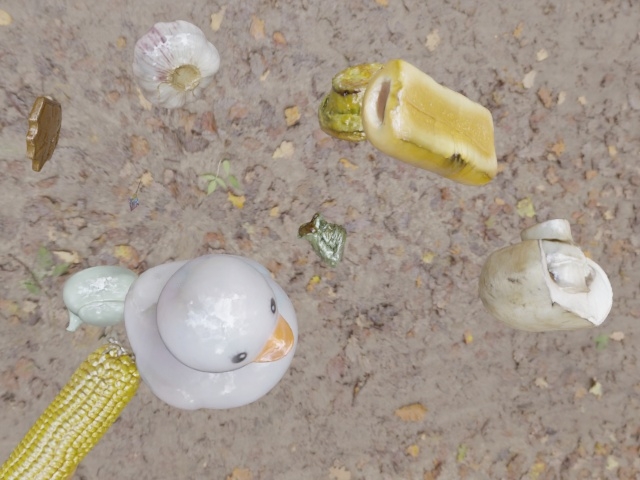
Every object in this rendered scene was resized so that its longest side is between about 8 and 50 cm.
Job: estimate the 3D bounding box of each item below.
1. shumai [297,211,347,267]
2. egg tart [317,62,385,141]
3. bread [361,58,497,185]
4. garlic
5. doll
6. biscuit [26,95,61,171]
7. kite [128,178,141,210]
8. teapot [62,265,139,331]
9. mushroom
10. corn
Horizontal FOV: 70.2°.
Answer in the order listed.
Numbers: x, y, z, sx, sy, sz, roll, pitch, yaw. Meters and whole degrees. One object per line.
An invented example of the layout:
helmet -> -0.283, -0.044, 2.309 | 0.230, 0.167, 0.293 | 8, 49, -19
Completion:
shumai -> 0.000, 0.000, 0.757 | 0.080, 0.082, 0.083 | 13, 60, 0
egg tart -> 0.115, -0.363, 1.148 | 0.294, 0.294, 0.123 | -30, 133, -13
bread -> 0.175, -0.169, 0.703 | 0.305, 0.091, 0.142 | 7, 74, -44
garlic -> -0.427, -0.516, 1.300 | 0.245, 0.253, 0.245 | -24, 142, -21
doll -> -0.139, 0.095, 0.559 | 0.251, 0.221, 0.221 | 19, 86, 23
biscuit -> -0.806, -0.305, 1.332 | 0.034, 0.182, 0.215 | 13, 96, -12
kite -> -0.430, -0.103, 1.064 | 0.078, 0.002, 0.044 | -49, 62, 22
teapot -> -0.573, 0.174, 1.331 | 0.318, 0.220, 0.149 | 3, 57, -33
mushroom -> 0.397, 0.073, 0.852 | 0.253, 0.189, 0.195 | 16, 62, -38
corn -> -0.404, 0.306, 0.731 | 0.106, 0.106, 0.305 | 39, 67, -14
